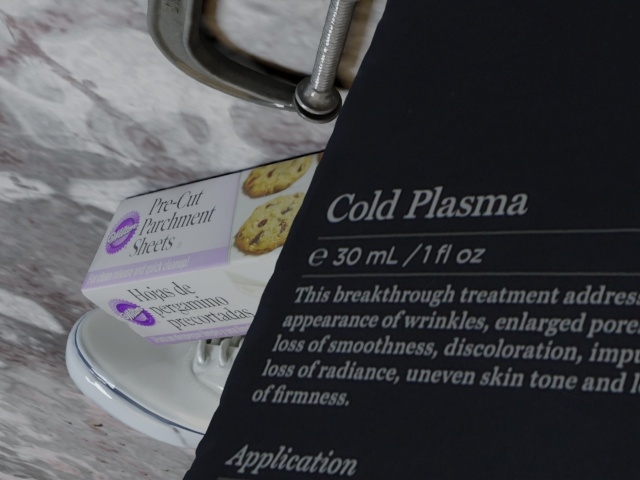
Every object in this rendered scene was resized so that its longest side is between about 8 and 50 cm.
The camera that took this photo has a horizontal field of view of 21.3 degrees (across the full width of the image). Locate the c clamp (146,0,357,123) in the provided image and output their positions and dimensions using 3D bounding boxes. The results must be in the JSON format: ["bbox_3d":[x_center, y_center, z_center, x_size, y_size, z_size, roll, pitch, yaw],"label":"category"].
[{"bbox_3d":[-0.012,-0.093,0.727,0.137,0.022,0.160,23,154,-3],"label":"c clamp"}]

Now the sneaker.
[{"bbox_3d":[-0.027,0.079,1.023,0.258,0.094,0.091,15,136,4],"label":"sneaker"}]

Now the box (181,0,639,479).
[{"bbox_3d":[0.174,0.017,0.456,0.343,0.312,0.179,0,148,39],"label":"box"}]

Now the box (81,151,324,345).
[{"bbox_3d":[0.000,0.000,0.850,0.063,0.067,0.324,39,151,-30],"label":"box"}]
